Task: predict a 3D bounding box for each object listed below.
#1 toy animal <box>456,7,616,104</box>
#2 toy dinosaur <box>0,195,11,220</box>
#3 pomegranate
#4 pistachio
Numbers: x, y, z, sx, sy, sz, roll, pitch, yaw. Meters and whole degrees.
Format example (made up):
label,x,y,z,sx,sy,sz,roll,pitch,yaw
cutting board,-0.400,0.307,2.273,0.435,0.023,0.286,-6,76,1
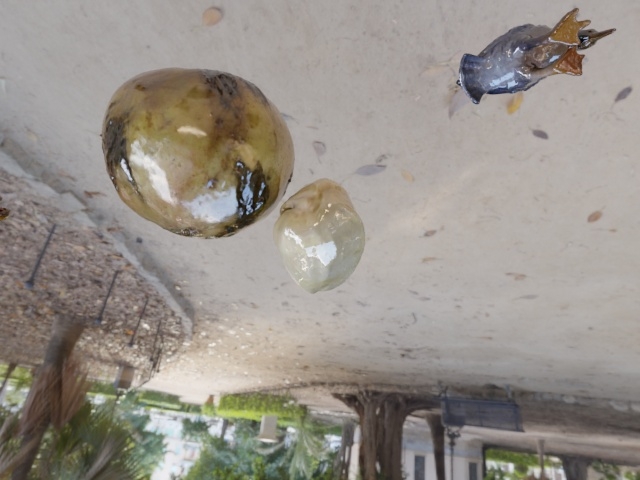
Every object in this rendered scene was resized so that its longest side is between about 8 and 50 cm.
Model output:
label,x,y,z,sx,sy,sz,roll,pitch,yaw
toy animal,0.393,-0.343,0.777,0.298,0.185,0.122,-22,112,5
toy dinosaur,-0.702,-0.061,0.672,0.097,0.208,0.432,15,-163,5
pomegranate,-0.201,-0.149,0.708,0.322,0.322,0.322,5,155,3
pistachio,0.000,0.000,0.710,0.157,0.157,0.229,4,144,5
